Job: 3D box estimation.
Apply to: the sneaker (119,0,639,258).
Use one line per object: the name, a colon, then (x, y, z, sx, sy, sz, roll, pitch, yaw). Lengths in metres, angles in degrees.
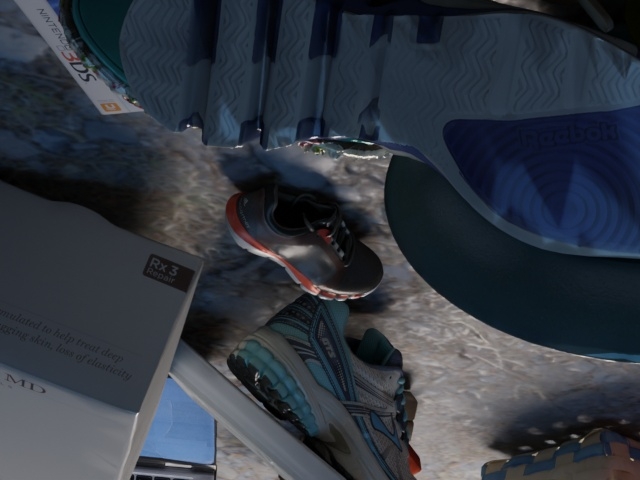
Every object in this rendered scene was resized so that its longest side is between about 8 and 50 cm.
sneaker: (0.063, -0.108, 1.068, 0.315, 0.182, 0.127, 17, 116, 7)

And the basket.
basket: (0.274, 0.352, 1.918, 0.201, 0.289, 0.254, 26, 148, -37)

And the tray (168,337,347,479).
tray: (-0.055, 0.176, 1.726, 0.270, 0.030, 0.145, 38, 171, 29)

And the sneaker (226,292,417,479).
sneaker: (0.042, 0.153, 1.697, 0.110, 0.122, 0.283, 31, 164, 49)

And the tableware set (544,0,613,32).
tableware set: (0.084, -0.182, 0.933, 0.128, 0.039, 0.194, 17, 153, 46)

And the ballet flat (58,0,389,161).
ballet flat: (-0.060, -0.102, 1.180, 0.241, 0.091, 0.077, 21, 172, -23)

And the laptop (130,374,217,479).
laptop: (-0.309, 0.301, 1.996, 0.382, 0.408, 0.236, 5, -172, 0)

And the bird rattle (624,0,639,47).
bird rattle: (0.122, -0.197, 1.011, 0.207, 0.143, 0.253, 6, 157, 37)

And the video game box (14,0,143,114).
video game box: (-0.082, -0.151, 1.222, 0.205, 0.048, 0.187, -4, 155, 17)

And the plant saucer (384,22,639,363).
plant saucer: (0.196, -0.047, 1.129, 0.317, 0.318, 0.044, 1, 128, 8)

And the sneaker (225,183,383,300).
sneaker: (0.000, 0.000, 1.508, 0.158, 0.061, 0.065, 24, 142, -35)

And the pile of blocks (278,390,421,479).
pile of blocks: (0.034, 0.257, 1.927, 0.112, 0.149, 0.362, 9, 153, -9)

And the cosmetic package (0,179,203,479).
cosmetic package: (-0.242, 0.112, 1.625, 0.217, 0.156, 0.385, 21, 154, 1)
